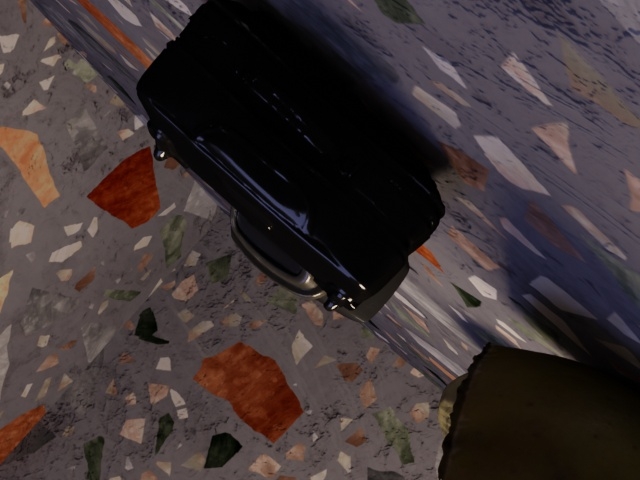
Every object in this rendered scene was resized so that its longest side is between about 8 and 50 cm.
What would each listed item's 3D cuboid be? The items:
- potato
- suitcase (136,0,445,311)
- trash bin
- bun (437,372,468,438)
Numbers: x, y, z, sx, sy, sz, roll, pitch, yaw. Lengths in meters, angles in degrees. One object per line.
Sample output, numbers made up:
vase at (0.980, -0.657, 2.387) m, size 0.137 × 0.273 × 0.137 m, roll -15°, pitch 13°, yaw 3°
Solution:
potato at (0.303, 0.339, 1.541) m, size 0.319 × 0.385 × 0.442 m, roll 10°, pitch 180°, yaw 16°
suitcase at (-0.036, -0.087, 1.414) m, size 0.345 × 0.188 × 0.339 m, roll 43°, pitch 176°, yaw 3°
trash bin at (0.000, 0.000, 1.913) m, size 0.209 × 0.182 × 0.290 m, roll 37°, pitch 178°, yaw 30°
bun at (0.351, 0.367, 2.135) m, size 0.362 × 0.234 × 0.326 m, roll 56°, pitch 173°, yaw 20°
